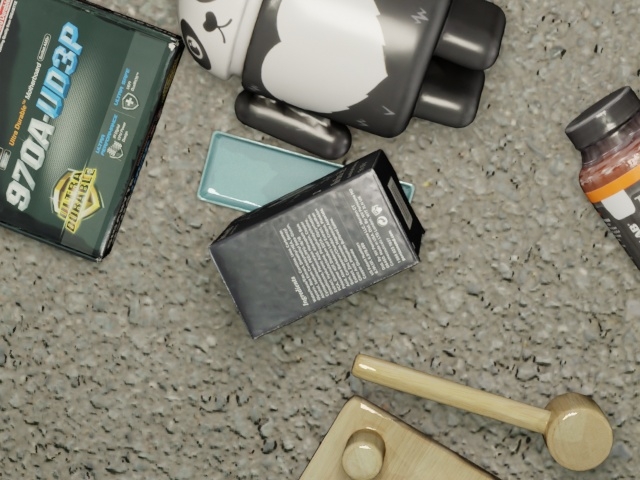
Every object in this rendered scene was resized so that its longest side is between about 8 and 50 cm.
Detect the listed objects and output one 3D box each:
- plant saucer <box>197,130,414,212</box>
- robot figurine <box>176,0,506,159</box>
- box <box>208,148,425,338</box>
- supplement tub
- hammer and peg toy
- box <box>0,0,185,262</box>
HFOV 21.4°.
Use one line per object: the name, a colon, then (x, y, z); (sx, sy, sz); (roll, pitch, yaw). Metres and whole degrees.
plant saucer: (-0.014, -0.045, 1.558); (0.192, 0.018, 0.067); (15, 100, 1)
robot figurine: (0.015, -0.189, 1.452); (0.278, 0.173, 0.209); (20, 82, 1)
box: (0.000, 0.000, 1.476); (0.158, 0.156, 0.093); (-26, 96, 8)
supplement tub: (0.298, -0.037, 1.491); (0.106, 0.106, 0.198); (-36, 95, 9)
hammer and peg toy: (0.095, 0.258, 1.543); (0.266, 0.127, 0.361); (30, 100, 1)
box: (-0.241, -0.113, 1.546); (0.175, 0.051, 0.220); (22, 100, 1)
